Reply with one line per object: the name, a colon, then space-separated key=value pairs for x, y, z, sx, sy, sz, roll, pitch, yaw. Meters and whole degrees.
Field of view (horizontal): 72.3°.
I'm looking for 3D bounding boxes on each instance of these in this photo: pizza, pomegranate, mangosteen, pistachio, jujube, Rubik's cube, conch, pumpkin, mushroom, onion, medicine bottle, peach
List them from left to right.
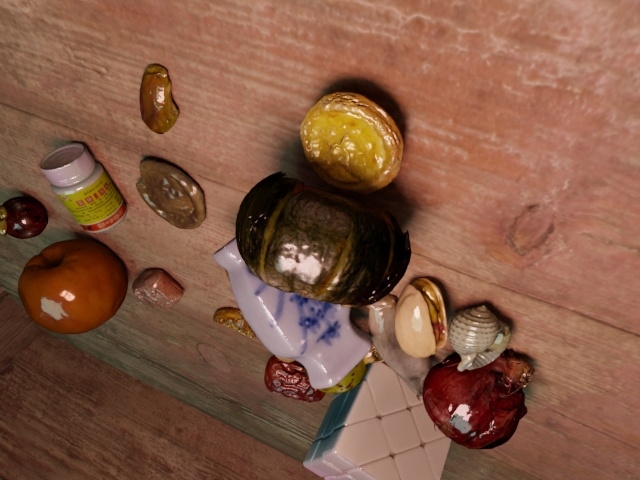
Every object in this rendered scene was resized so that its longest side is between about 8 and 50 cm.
mangosteen: x=-1.072 y=-0.078 z=1.546 sx=0.166 sy=0.180 sz=0.165 roll=8 pitch=105 yaw=33
peach: x=-0.870 y=0.172 z=1.565 sx=0.343 sy=0.342 sz=0.301 roll=10 pitch=136 yaw=26
medicine bottle: x=-0.647 y=-0.140 z=1.208 sx=0.139 sy=0.139 sz=0.225 roll=11 pitch=139 yaw=25
pistachio: x=-0.339 y=-0.278 z=0.907 sx=0.090 sy=0.049 sz=0.173 roll=31 pitch=144 yaw=-1
pizza: x=-0.307 y=0.305 z=1.578 sx=0.185 sy=0.036 sz=0.176 roll=-6 pitch=130 yaw=40
jujube: x=-0.086 y=0.486 z=1.548 sx=0.231 sy=0.155 sz=0.155 roll=19 pitch=143 yaw=1
pumpkin: x=0.000 y=0.000 z=0.795 sx=0.321 sy=0.320 sz=0.192 roll=22 pitch=99 yaw=12
pomegranate: x=0.062 y=0.309 z=1.221 sx=0.246 sy=0.198 sz=0.198 roll=-43 pitch=106 yaw=16
Rubik's cube: x=0.182 y=0.612 z=1.358 sx=0.319 sy=0.321 sz=0.315 roll=32 pitch=145 yaw=1
mushroom: x=0.203 y=0.275 z=1.127 sx=0.110 sy=0.097 sz=0.351 roll=-25 pitch=118 yaw=14
pistachio: x=0.218 y=0.177 z=0.986 sx=0.145 sy=0.117 sz=0.200 roll=41 pitch=152 yaw=54
onion: x=0.379 y=0.391 z=1.058 sx=0.221 sy=0.281 sz=0.280 roll=58 pitch=172 yaw=50
conch: x=0.342 y=0.204 z=0.952 sx=0.136 sy=0.102 sz=0.153 roll=0 pitch=136 yaw=-9

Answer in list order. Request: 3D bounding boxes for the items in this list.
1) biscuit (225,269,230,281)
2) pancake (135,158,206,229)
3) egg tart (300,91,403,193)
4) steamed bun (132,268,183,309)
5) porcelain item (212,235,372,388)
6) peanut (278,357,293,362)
biscuit: x=-0.229 y=0.157 z=1.286 sx=0.166 sy=0.036 sz=0.225 roll=46 pitch=160 yaw=39
pancake: x=-0.394 y=-0.114 z=1.143 sx=0.236 sy=0.042 sz=0.222 roll=-20 pitch=119 yaw=46
egg tart: x=0.057 y=-0.167 z=0.739 sx=0.192 sy=0.074 sz=0.191 roll=19 pitch=141 yaw=16
steamed bun: x=-0.582 y=0.180 z=1.565 sx=0.175 sy=0.106 sz=0.144 roll=-11 pitch=127 yaw=39
porcelain item: x=-0.061 y=0.139 z=1.035 sx=0.405 sy=0.243 sz=0.178 roll=53 pitch=162 yaw=-10
peanut: x=-0.115 y=0.224 z=1.226 sx=0.110 sy=0.233 sz=0.196 roll=-20 pitch=111 yaw=8
